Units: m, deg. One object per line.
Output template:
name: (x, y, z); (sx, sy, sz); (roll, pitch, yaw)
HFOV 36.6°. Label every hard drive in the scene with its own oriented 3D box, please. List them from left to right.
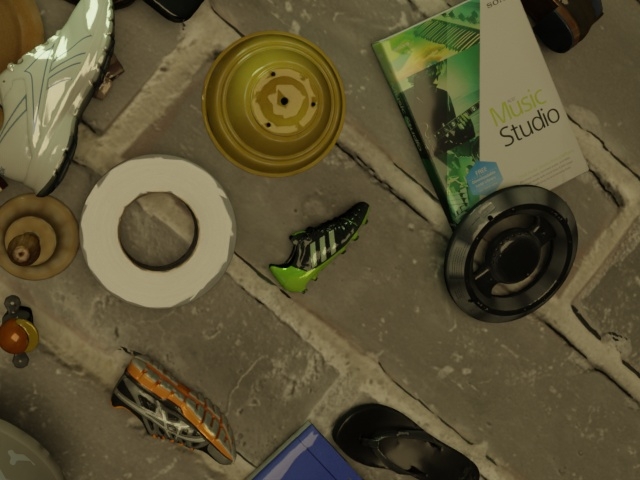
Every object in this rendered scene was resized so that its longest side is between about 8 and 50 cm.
hard drive: (-0.065, 0.460, 1.476); (0.319, 0.040, 0.210); (-43, 102, -6)

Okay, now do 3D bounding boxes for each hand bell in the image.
hand bell: (-0.383, 0.005, 1.265); (0.126, 0.242, 0.126); (-1, 95, -12)

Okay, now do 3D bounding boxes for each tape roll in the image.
tape roll: (-0.232, -0.014, 1.384); (0.219, 0.072, 0.219); (-1, 94, -12)

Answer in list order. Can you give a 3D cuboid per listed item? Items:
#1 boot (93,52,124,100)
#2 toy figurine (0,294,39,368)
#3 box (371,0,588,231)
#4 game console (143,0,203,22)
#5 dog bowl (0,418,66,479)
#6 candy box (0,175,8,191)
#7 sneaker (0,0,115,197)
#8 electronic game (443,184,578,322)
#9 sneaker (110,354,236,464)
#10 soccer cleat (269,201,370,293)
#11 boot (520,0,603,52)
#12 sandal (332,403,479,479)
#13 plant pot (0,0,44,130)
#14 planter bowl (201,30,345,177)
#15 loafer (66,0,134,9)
boot: (-0.337, -0.228, 1.358); (0.087, 0.042, 0.118); (41, 84, -13)
toy figurine: (-0.502, 0.136, 1.298); (0.213, 0.148, 0.209); (42, 86, -12)
box: (0.247, -0.202, 1.480); (0.232, 0.058, 0.322); (-27, 99, -9)
game console: (-0.213, -0.489, 1.288); (0.293, 0.173, 0.250); (38, 63, -12)
dog bowl: (-0.510, 0.371, 1.261); (0.349, 0.102, 0.348); (-2, 122, -3)
candy box: (-0.512, -0.032, 1.302); (0.187, 0.109, 0.053); (-38, 103, -7)
sneaker: (-0.356, -0.211, 1.276); (0.129, 0.111, 0.297); (22, 79, -10)
electronic game: (0.295, 0.023, 1.491); (0.229, 0.048, 0.229); (-9, 116, -18)
sneaker: (-0.211, 0.260, 1.414); (0.215, 0.084, 0.083); (42, 99, -9)
soccer cleat: (0.000, 0.000, 1.443); (0.072, 0.060, 0.179); (44, 88, -11)
boot: (0.349, -0.402, 1.491); (0.106, 0.082, 0.219); (-35, 97, -30)
sandal: (0.141, 0.327, 1.502); (0.255, 0.054, 0.097); (25, 89, -13)
plant pot: (-0.458, -0.239, 1.261); (0.032, 0.236, 0.236); (22, 90, 24)
planter bowl: (-0.059, -0.199, 1.397); (0.217, 0.090, 0.217); (-1, 94, -12)
loafer: (-0.354, -0.372, 1.323); (0.220, 0.078, 0.080); (12, 92, -13)
